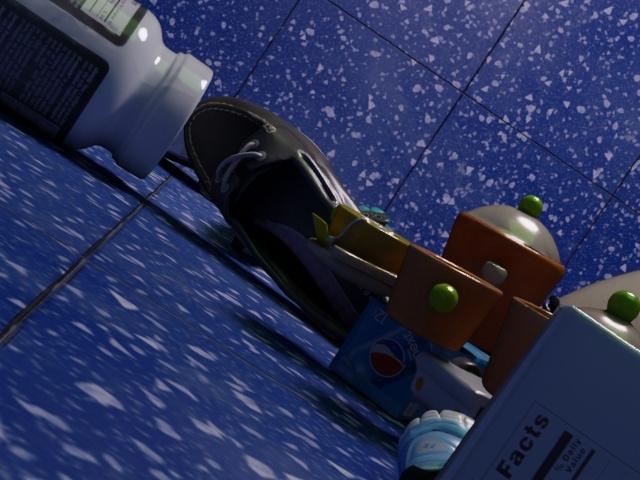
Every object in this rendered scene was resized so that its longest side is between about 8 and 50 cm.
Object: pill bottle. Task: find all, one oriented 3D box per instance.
[{"bbox_3d":[-0.255,-0.188,1.174,0.278,0.162,0.162,34,3,-13],"label":"pill bottle"}]

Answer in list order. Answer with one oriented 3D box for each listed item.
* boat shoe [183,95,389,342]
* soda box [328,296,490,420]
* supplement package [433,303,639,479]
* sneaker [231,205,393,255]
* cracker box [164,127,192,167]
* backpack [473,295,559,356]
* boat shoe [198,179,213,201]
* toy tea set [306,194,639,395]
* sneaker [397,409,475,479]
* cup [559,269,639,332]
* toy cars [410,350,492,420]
[{"bbox_3d":[-0.024,-0.023,1.147,0.335,0.112,0.095,48,10,17],"label":"boat shoe"},{"bbox_3d":[0.084,0.104,0.996,0.071,0.067,0.210,34,3,22],"label":"soda box"},{"bbox_3d":[0.157,0.145,0.462,0.244,0.134,0.139,35,3,11],"label":"supplement package"},{"bbox_3d":[0.000,0.000,1.362,0.178,0.124,0.295,24,2,-1],"label":"sneaker"},{"bbox_3d":[-0.182,-0.141,1.775,0.232,0.067,0.155,22,-4,36],"label":"cracker box"},{"bbox_3d":[0.227,0.139,1.460,0.115,0.152,0.182,38,-13,-38],"label":"backpack"},{"bbox_3d":[-0.115,-0.057,1.666,0.125,0.046,0.038,32,2,26],"label":"boat shoe"},{"bbox_3d":[0.138,0.029,0.849,0.200,0.124,0.336,26,5,-30],"label":"toy tea set"},{"bbox_3d":[0.105,0.157,0.629,0.162,0.063,0.073,30,20,7],"label":"sneaker"},{"bbox_3d":[0.446,0.182,1.754,0.236,0.331,0.331,8,4,-2],"label":"cup"},{"bbox_3d":[0.177,0.165,0.932,0.176,0.087,0.393,30,4,22],"label":"toy cars"}]
